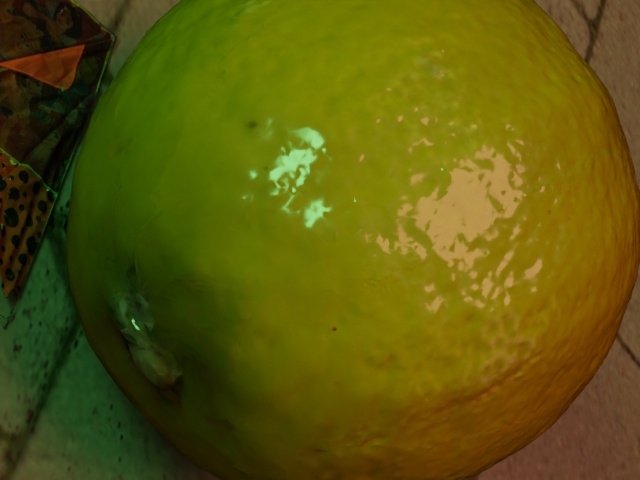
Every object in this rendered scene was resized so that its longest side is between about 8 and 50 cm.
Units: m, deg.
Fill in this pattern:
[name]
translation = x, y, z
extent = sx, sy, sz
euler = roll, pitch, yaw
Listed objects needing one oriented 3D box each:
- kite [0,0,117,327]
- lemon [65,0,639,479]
[kite]
translation = -0.129, -0.083, 0.831
extent = 0.125, 0.008, 0.222
euler = -22, 97, -56
[lemon]
translation = 0.000, 0.000, 0.788
extent = 0.219, 0.240, 0.240
euler = -25, 99, -41
